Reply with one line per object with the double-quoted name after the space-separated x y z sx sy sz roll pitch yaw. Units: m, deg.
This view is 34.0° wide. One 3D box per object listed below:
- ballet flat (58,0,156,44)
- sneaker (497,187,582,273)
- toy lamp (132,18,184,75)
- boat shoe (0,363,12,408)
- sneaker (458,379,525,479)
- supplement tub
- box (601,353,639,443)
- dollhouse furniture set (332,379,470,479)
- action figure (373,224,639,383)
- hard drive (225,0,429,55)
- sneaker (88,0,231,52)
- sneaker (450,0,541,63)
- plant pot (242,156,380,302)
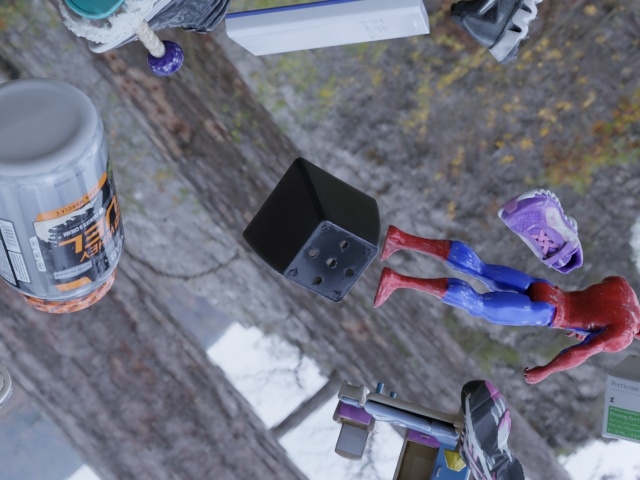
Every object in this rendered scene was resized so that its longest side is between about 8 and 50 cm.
-0.193 -0.423 1.378 0.409 0.147 0.147 -49 -178 -5 "ballet flat"
0.392 -0.009 1.811 0.095 0.104 0.236 -29 146 25 "sneaker"
-0.316 -0.374 1.788 0.080 0.080 0.274 -43 154 -2 "toy lamp"
-0.613 0.287 1.597 0.324 0.116 0.096 -29 154 -8 "boat shoe"
0.218 0.277 1.447 0.072 0.178 0.077 -23 -165 -35 "sneaker"
-0.377 -0.051 1.448 0.193 0.194 0.316 -44 154 -30 "supplement tub"
0.418 0.202 1.309 0.101 0.087 0.102 9 -166 32 "box"
0.120 0.347 1.685 0.303 0.287 0.198 52 54 -70 "dollhouse furniture set"
0.188 0.076 1.001 0.139 0.281 0.091 101 0 -51 "action figure"
0.019 -0.371 1.793 0.319 0.040 0.210 -5 179 10 "hard drive"
-0.297 -0.422 2.003 0.296 0.104 0.147 -32 142 15 "sneaker"
0.223 -0.324 1.177 0.234 0.106 0.078 -62 -173 2 "sneaker"
0.000 0.000 1.845 0.187 0.188 0.167 -53 -151 16 "plant pot"
